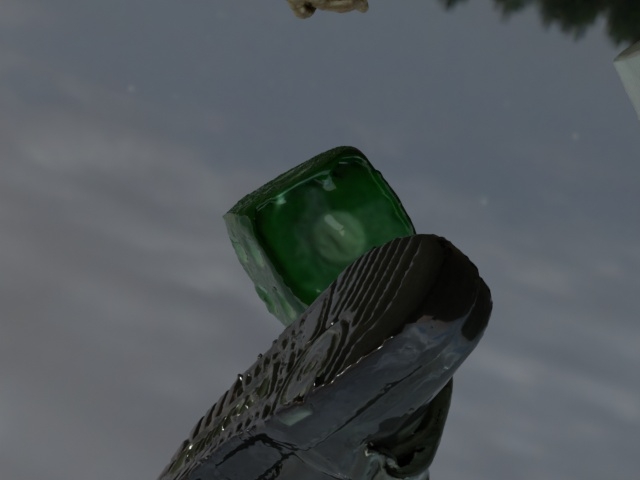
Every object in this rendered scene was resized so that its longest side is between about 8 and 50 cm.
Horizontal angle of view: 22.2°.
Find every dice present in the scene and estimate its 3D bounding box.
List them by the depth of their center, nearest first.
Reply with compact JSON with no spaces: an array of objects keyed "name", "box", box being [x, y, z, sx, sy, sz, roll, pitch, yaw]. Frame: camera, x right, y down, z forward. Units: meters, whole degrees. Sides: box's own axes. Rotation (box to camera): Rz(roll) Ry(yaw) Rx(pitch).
[{"name":"dice","box":[0.000,0.000,1.409,0.131,0.128,0.120,-33,-171,-16]}]

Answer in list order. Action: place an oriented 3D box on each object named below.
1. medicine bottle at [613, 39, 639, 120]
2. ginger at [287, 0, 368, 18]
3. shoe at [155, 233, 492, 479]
[{"name":"medicine bottle","box":[0.429,-0.070,1.576,0.190,0.332,0.190,-24,-178,1]},{"name":"ginger","box":[0.009,-0.304,1.562,0.193,0.176,0.052,37,-179,-27]},{"name":"shoe","box":[0.028,0.113,0.846,0.149,0.293,0.109,39,-133,-9]}]
